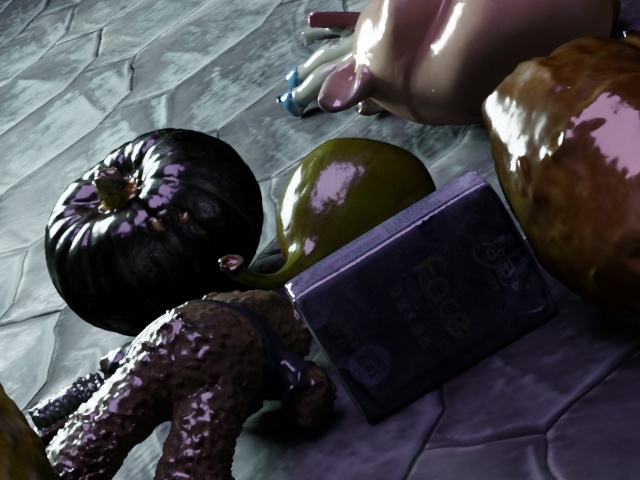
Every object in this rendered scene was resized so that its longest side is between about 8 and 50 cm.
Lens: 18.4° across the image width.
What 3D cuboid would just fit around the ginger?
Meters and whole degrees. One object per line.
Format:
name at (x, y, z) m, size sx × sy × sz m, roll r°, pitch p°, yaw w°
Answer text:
ginger at (0.197, -0.064, 1.317) m, size 0.165 × 0.172 × 0.321 m, roll -42°, pitch 18°, yaw 16°

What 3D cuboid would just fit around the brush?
brush at (-0.247, 0.159, 1.607) m, size 0.190 × 0.027 × 0.034 m, roll -31°, pitch 19°, yaw 2°

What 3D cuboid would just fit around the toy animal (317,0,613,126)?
toy animal at (0.135, -0.176, 1.689) m, size 0.250 × 0.166 × 0.154 m, roll -18°, pitch 65°, yaw 41°

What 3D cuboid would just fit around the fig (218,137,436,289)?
fig at (0.000, 0.000, 1.469) m, size 0.124 × 0.124 × 0.236 m, roll -15°, pitch 11°, yaw 35°

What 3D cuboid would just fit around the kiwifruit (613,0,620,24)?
kiwifruit at (0.216, -0.210, 1.764) m, size 0.075 × 0.075 × 0.124 m, roll -38°, pitch 26°, yaw -19°

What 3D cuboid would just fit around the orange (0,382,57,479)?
orange at (-0.288, 0.200, 1.273) m, size 0.369 × 0.270 × 0.210 m, roll -10°, pitch -9°, yaw 40°

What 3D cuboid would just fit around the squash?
squash at (-0.142, -0.009, 1.678) m, size 0.193 × 0.156 × 0.193 m, roll -47°, pitch 21°, yaw 25°

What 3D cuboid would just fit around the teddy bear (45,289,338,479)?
teddy bear at (-0.082, 0.100, 1.380) m, size 0.182 × 0.129 × 0.251 m, roll 18°, pitch 35°, yaw 14°

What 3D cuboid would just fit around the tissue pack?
tissue pack at (0.068, 0.037, 1.342) m, size 0.156 × 0.112 × 0.051 m, roll -32°, pitch 22°, yaw -3°

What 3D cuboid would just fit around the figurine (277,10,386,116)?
figurine at (0.055, -0.199, 1.913) m, size 0.260 × 0.103 × 0.205 m, roll -30°, pitch 17°, yaw 30°
